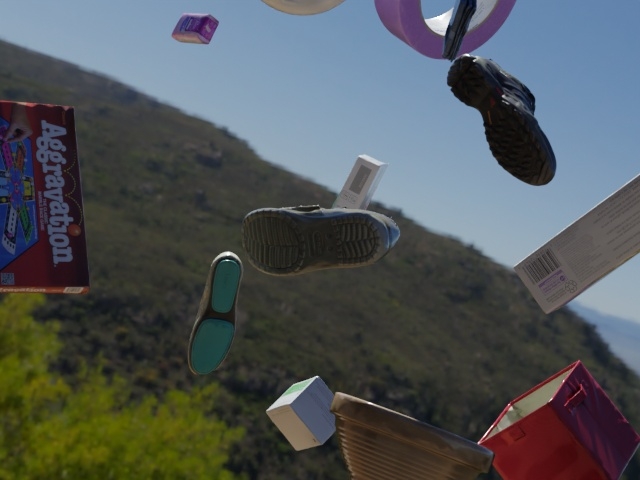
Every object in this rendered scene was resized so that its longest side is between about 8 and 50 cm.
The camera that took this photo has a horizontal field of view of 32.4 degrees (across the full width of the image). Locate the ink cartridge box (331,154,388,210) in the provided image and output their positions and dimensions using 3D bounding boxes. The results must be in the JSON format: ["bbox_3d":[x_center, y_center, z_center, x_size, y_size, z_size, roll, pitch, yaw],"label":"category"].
[{"bbox_3d":[0.071,-0.087,2.255,0.056,0.181,0.225,27,9,3],"label":"ink cartridge box"}]

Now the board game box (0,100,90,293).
[{"bbox_3d":[-0.397,-0.062,1.499,0.145,0.281,0.027,2,-26,-28],"label":"board game box"}]

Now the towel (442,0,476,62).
[{"bbox_3d":[0.226,-0.354,1.790,0.029,0.067,0.119,11,-41,-3],"label":"towel"}]

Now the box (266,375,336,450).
[{"bbox_3d":[-0.025,0.322,2.047,0.102,0.087,0.101,51,-33,-6],"label":"box"}]

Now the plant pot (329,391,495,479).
[{"bbox_3d":[0.112,0.301,1.528,0.237,0.109,0.237,22,-8,3],"label":"plant pot"}]

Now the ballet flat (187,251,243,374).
[{"bbox_3d":[-0.137,0.096,1.465,0.057,0.168,0.052,16,6,-14],"label":"ballet flat"}]

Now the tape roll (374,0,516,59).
[{"bbox_3d":[0.234,-0.472,2.005,0.275,0.275,0.090,17,20,-40],"label":"tape roll"}]

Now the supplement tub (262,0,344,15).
[{"bbox_3d":[-0.033,-0.460,1.644,0.191,0.191,0.272,17,24,-14],"label":"supplement tub"}]

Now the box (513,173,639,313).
[{"bbox_3d":[0.340,-0.040,1.102,0.067,0.324,0.063,56,28,12],"label":"box"}]

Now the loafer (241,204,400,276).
[{"bbox_3d":[0.000,0.000,1.483,0.251,0.094,0.087,4,8,37],"label":"loafer"}]

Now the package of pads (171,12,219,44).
[{"bbox_3d":[-0.220,-0.369,1.926,0.083,0.050,0.032,15,-13,45],"label":"package of pads"}]

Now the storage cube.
[{"bbox_3d":[0.446,0.375,2.047,0.193,0.215,0.184,52,36,3],"label":"storage cube"}]

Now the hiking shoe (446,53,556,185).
[{"bbox_3d":[0.285,-0.182,1.597,0.114,0.086,0.227,-15,68,-42],"label":"hiking shoe"}]
